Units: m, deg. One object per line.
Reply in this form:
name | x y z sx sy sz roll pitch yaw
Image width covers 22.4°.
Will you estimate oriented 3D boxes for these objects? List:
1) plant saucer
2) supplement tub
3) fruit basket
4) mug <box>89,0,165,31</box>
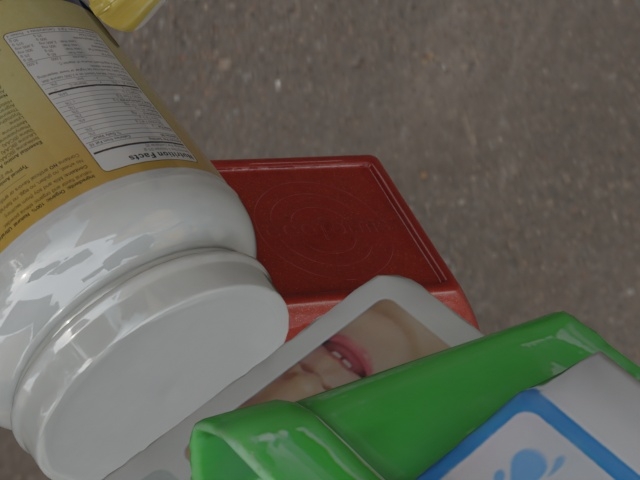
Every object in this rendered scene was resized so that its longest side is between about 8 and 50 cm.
plant saucer | 0.000 0.000 1.555 0.258 0.259 0.048 -3 132 -28
supplement tub | -0.186 -0.011 1.119 0.228 0.316 0.228 -29 152 -17
fruit basket | -0.001 0.176 0.326 0.353 0.327 0.165 -28 144 -31
mug | -0.150 -0.205 1.318 0.062 0.078 0.064 30 147 -28
